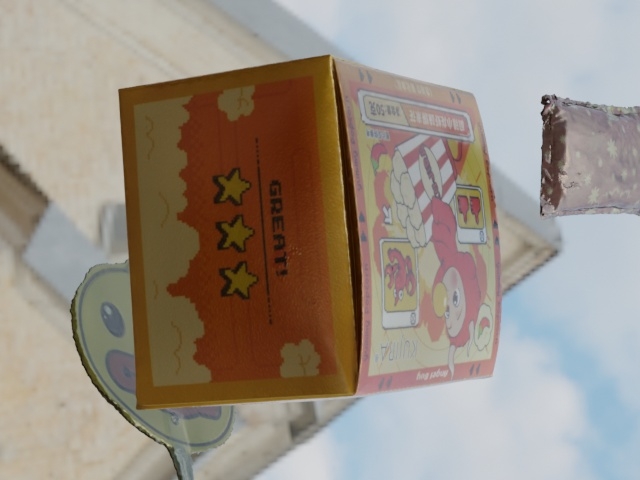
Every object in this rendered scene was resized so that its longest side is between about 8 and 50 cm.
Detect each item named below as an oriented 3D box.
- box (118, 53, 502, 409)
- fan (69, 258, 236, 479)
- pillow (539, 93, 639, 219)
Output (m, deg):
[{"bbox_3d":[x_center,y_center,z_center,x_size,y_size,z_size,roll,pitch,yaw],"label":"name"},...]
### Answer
[{"bbox_3d":[0.000,0.000,1.338,0.213,0.283,0.260,-4,-92,27],"label":"box"},{"bbox_3d":[-0.154,0.150,1.602,0.011,0.229,0.335,-35,-127,25],"label":"fan"},{"bbox_3d":[0.263,-0.074,1.498,0.043,0.185,0.118,8,-82,44],"label":"pillow"}]
